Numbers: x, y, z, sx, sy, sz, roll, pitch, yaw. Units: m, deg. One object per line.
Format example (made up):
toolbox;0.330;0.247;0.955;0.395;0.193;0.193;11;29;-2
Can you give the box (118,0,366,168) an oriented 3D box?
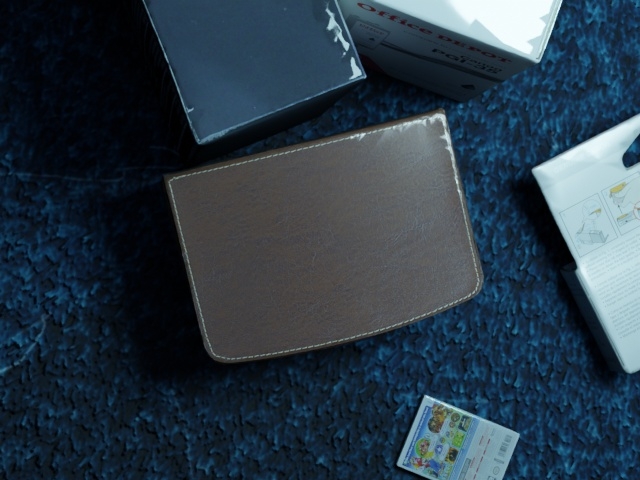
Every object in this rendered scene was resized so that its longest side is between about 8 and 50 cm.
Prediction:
box;-0.105;-0.246;1.218;0.182;0.296;0.294;-21;92;-8

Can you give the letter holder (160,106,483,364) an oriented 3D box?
letter holder;0.000;0.000;1.301;0.302;0.152;0.214;-14;93;-8

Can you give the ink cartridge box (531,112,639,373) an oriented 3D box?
ink cartridge box;0.414;-0.027;1.397;0.296;0.066;0.261;-27;92;-8

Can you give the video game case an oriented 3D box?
video game case;0.158;0.239;1.384;0.122;0.011;0.087;23;86;-7

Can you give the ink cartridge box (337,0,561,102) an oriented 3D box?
ink cartridge box;0.110;-0.247;1.251;0.207;0.283;0.117;19;86;-7
